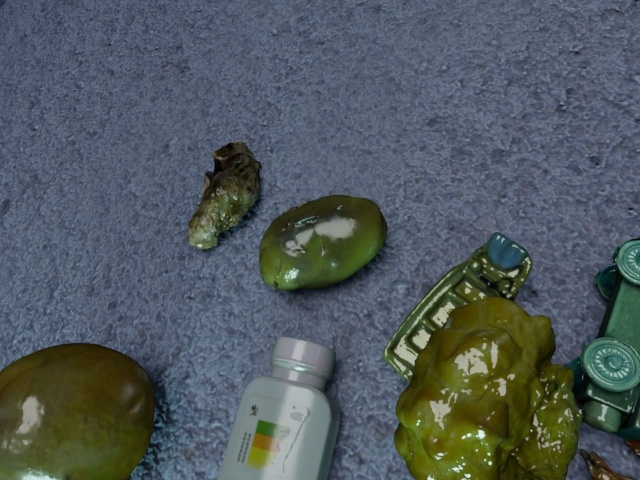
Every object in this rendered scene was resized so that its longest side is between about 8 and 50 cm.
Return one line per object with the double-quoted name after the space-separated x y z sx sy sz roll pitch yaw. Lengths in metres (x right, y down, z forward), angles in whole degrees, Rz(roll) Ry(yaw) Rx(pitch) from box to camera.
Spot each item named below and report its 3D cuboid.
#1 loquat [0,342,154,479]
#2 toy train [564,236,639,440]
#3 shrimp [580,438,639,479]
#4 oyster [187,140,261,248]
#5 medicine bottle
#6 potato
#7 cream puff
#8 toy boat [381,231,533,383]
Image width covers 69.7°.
-0.425 0.296 0.768 0.276 0.284 0.275 -7 67 18 "loquat"
0.463 0.134 0.618 0.194 0.120 0.298 23 70 24 "toy train"
0.430 0.322 0.583 0.188 0.051 0.132 29 55 26 "shrimp"
-0.224 -0.128 1.033 0.166 0.094 0.294 -22 52 18 "oyster"
-0.059 0.310 0.725 0.161 0.111 0.296 7 65 23 "medicine bottle"
0.000 0.000 0.846 0.248 0.143 0.169 -21 69 8 "potato"
0.227 0.216 0.578 0.185 0.282 0.281 20 71 44 "cream puff"
0.223 0.116 0.743 0.276 0.084 0.111 -47 61 -4 "toy boat"
